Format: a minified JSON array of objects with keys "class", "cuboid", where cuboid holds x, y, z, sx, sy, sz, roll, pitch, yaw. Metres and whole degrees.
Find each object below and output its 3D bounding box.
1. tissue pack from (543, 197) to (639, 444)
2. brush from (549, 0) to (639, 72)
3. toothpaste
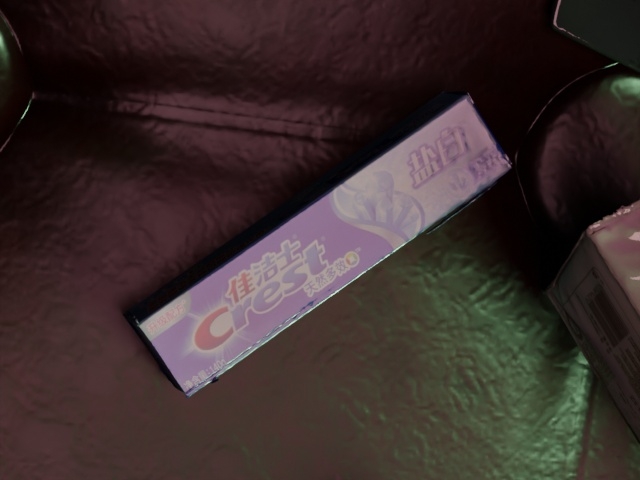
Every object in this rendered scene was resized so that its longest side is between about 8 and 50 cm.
[{"class":"tissue pack","cuboid":[0.264,0.080,1.260,0.124,0.185,0.225,-31,78,-9]},{"class":"brush","cuboid":[0.250,-0.141,1.357,0.193,0.016,0.063,24,90,-17]},{"class":"toothpaste","cuboid":[0.000,0.000,1.282,0.272,0.053,0.066,-35,104,-9]}]
